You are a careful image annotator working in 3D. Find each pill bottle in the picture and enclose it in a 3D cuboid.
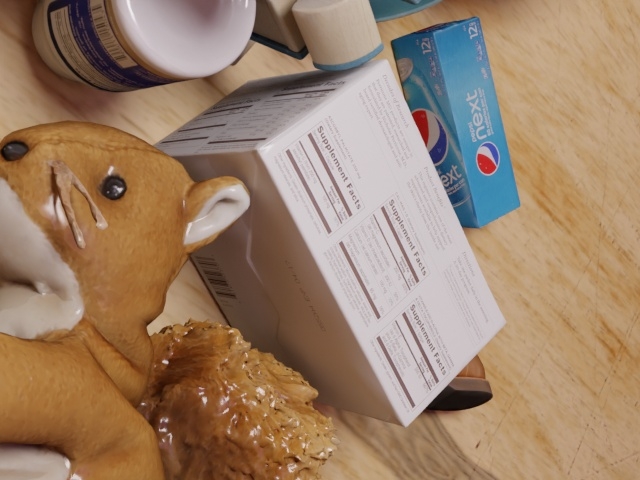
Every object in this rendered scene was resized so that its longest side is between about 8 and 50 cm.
[{"bbox_3d":[-0.143,-0.169,0.738,0.112,0.187,0.112,-2,94,-37],"label":"pill bottle"}]

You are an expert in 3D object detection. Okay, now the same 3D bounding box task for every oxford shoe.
[{"bbox_3d":[0.083,0.128,1.014,0.212,0.076,0.076,13,54,-35],"label":"oxford shoe"}]

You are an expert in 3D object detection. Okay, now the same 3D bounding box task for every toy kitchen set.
[{"bbox_3d":[-0.004,-0.221,0.801,0.166,0.207,0.122,-51,148,-16],"label":"toy kitchen set"}]

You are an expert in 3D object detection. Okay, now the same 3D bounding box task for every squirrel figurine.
[{"bbox_3d":[-0.169,0.118,0.727,0.397,0.281,0.370,39,58,-47],"label":"squirrel figurine"}]

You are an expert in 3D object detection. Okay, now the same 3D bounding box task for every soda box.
[{"bbox_3d":[0.144,-0.123,1.037,0.071,0.067,0.210,-26,107,-34],"label":"soda box"}]

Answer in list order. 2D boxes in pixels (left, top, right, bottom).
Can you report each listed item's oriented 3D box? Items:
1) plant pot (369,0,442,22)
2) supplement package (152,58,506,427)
[{"bbox_3d":[0.019,-0.354,0.826,0.290,0.290,0.195,29,49,-35],"label":"plant pot"},{"bbox_3d":[0.000,0.000,0.845,0.145,0.204,0.261,-39,114,-29],"label":"supplement package"}]
